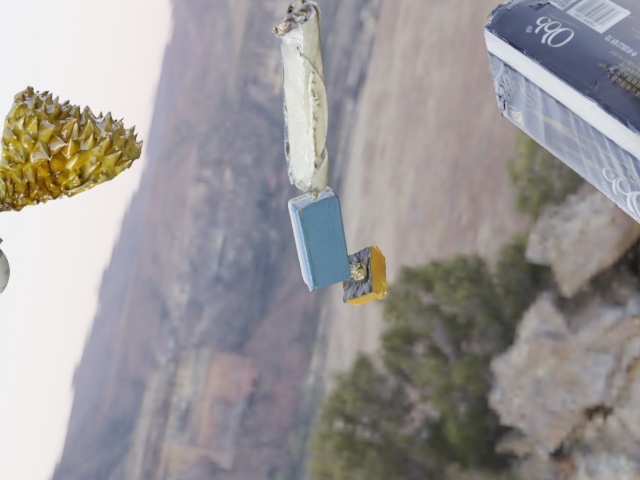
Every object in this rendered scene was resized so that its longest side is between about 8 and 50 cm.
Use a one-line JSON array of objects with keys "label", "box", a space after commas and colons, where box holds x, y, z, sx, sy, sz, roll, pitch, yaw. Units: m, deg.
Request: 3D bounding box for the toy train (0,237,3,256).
[{"label": "toy train", "box": [-0.519, -0.027, 2.095, 0.071, 0.170, 0.111, -54, -3, -7]}]

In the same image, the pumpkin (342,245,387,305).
[{"label": "pumpkin", "box": [0.064, 0.053, 2.311, 0.074, 0.054, 0.083, -27, 57, 47]}]

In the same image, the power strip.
[{"label": "power strip", "box": [0.000, 0.000, 1.774, 0.032, 0.056, 0.123, -131, 26, -54]}]

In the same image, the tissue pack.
[{"label": "tissue pack", "box": [0.378, -0.185, 1.835, 0.370, 0.210, 0.198, 47, 170, 44]}]

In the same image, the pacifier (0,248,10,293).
[{"label": "pacifier", "box": [-0.597, 0.068, 2.241, 0.288, 0.269, 0.343, -109, 11, -47]}]

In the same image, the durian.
[{"label": "durian", "box": [-0.367, -0.136, 2.253, 0.305, 0.195, 0.186, -56, -25, -69]}]

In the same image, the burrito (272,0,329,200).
[{"label": "burrito", "box": [-0.013, -0.123, 1.331, 0.041, 0.045, 0.186, -37, -42, -40]}]
